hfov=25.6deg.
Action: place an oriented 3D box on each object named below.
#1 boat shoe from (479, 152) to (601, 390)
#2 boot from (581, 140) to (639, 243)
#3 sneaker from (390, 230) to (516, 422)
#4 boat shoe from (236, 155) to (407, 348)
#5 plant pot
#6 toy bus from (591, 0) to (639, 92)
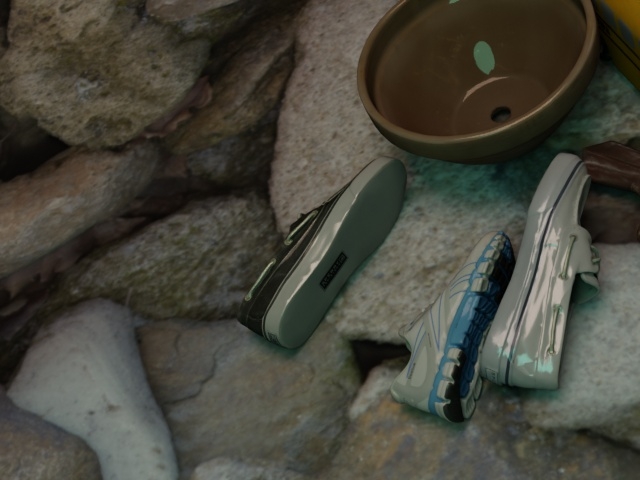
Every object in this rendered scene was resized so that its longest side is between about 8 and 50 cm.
[{"bbox_3d":[0.210,0.031,1.230,0.075,0.083,0.226,15,71,20],"label":"boat shoe"},{"bbox_3d":[0.276,-0.046,1.281,0.114,0.037,0.106,24,52,34],"label":"boot"},{"bbox_3d":[0.113,0.067,1.241,0.083,0.071,0.191,5,54,35],"label":"sneaker"},{"bbox_3d":[0.000,0.000,1.340,0.070,0.078,0.219,24,66,36],"label":"boat shoe"},{"bbox_3d":[0.163,-0.154,1.370,0.237,0.110,0.237,-14,50,17],"label":"plant pot"},{"bbox_3d":[0.329,-0.209,1.330,0.108,0.130,0.333,-29,46,-1],"label":"toy bus"}]
